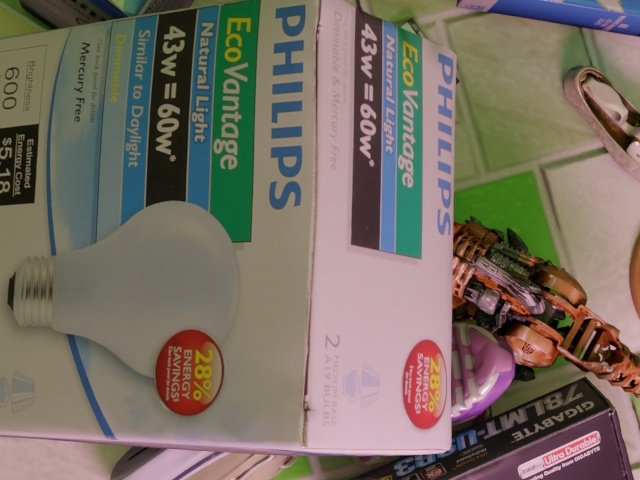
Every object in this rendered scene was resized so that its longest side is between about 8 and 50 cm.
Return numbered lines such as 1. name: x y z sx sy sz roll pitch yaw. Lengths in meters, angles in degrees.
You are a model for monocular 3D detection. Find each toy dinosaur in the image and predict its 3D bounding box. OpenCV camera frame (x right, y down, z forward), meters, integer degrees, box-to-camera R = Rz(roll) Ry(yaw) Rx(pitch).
1. toy dinosaur: 0.191 0.076 1.446 0.164 0.218 0.322 -38 90 -9

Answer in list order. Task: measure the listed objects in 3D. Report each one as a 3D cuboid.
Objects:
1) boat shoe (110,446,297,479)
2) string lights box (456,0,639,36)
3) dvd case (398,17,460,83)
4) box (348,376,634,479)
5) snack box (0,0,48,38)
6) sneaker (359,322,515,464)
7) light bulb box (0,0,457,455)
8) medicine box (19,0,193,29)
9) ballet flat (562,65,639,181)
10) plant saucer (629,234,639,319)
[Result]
1. boat shoe: -0.066 0.184 1.436 0.302 0.109 0.094 -33 108 22
2. string lights box: 0.283 -0.297 1.563 0.259 0.077 0.133 8 82 -6
3. dvd case: 0.074 -0.166 1.558 0.119 0.013 0.087 -36 90 -9
4. box: 0.169 0.314 1.428 0.295 0.073 0.293 -22 120 -8
5. snack box: -0.292 -0.110 1.485 0.322 0.060 0.187 32 80 -3
6. sneaker: 0.130 0.157 1.445 0.104 0.236 0.095 17 56 -21
7. light bulb box: -0.092 0.001 1.269 0.361 0.225 0.358 -3 81 34
8. medicine box: -0.161 -0.317 1.405 0.149 0.289 0.263 34 82 -3
9. ballet flat: 0.320 -0.118 1.563 0.168 0.052 0.057 43 81 -2
10. plant saucer: 0.429 0.040 1.569 0.199 0.037 0.200 1 85 -7
